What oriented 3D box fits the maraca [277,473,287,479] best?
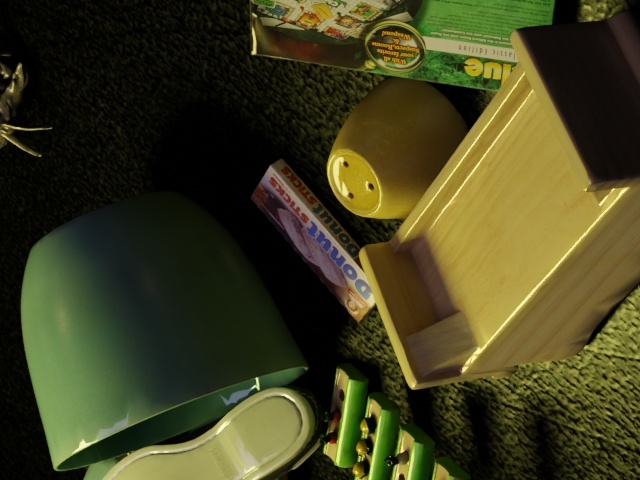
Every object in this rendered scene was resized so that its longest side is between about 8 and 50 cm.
[{"bbox_3d":[-0.090,0.283,1.948,0.127,0.099,0.185,22,143,37],"label":"maraca"}]

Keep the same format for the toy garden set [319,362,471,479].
[{"bbox_3d":[0.055,0.275,1.706,0.244,0.049,0.203,40,127,52],"label":"toy garden set"}]

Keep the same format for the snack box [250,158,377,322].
[{"bbox_3d":[0.000,0.000,1.692,0.178,0.022,0.064,49,142,11],"label":"snack box"}]

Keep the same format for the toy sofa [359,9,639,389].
[{"bbox_3d":[0.189,-0.025,1.380,0.150,0.177,0.362,68,150,24],"label":"toy sofa"}]

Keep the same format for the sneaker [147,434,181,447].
[{"bbox_3d":[-0.186,0.290,2.098,0.078,0.067,0.188,23,136,19],"label":"sneaker"}]

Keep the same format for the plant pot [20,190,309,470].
[{"bbox_3d":[-0.192,0.087,1.771,0.293,0.293,0.235,-36,74,54],"label":"plant pot"}]

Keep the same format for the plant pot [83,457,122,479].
[{"bbox_3d":[-0.195,0.419,1.987,0.290,0.195,0.290,23,158,10],"label":"plant pot"}]

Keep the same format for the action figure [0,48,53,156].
[{"bbox_3d":[-0.449,-0.195,1.961,0.275,0.141,0.164,47,141,19],"label":"action figure"}]

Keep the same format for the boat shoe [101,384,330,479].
[{"bbox_3d":[-0.121,0.260,1.832,0.303,0.091,0.114,-26,75,18],"label":"boat shoe"}]

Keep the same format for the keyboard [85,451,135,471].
[{"bbox_3d":[-0.241,0.421,2.279,0.201,0.033,0.317,-25,96,47],"label":"keyboard"}]

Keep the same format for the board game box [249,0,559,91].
[{"bbox_3d":[0.068,-0.199,1.364,0.260,0.030,0.136,10,126,10],"label":"board game box"}]

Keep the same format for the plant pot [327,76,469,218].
[{"bbox_3d":[0.062,-0.072,1.506,0.134,0.095,0.134,29,137,32],"label":"plant pot"}]
